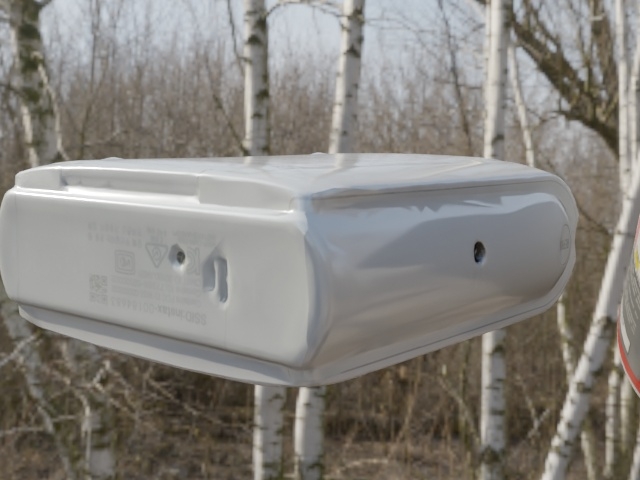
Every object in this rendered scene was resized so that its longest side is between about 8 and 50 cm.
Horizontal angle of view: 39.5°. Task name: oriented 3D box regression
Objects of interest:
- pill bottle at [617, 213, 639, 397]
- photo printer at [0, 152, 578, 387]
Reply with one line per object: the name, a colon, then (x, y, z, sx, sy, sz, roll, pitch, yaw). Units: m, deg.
pill bottle: (0.341, 0.006, 0.655, 0.210, 0.210, 0.363, 0, -31, 13)
photo printer: (0.000, 0.000, 0.565, 0.256, 0.107, 0.308, 6, 9, 38)
